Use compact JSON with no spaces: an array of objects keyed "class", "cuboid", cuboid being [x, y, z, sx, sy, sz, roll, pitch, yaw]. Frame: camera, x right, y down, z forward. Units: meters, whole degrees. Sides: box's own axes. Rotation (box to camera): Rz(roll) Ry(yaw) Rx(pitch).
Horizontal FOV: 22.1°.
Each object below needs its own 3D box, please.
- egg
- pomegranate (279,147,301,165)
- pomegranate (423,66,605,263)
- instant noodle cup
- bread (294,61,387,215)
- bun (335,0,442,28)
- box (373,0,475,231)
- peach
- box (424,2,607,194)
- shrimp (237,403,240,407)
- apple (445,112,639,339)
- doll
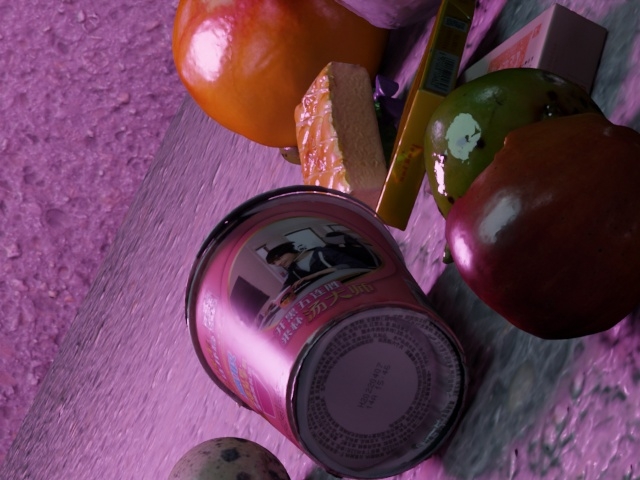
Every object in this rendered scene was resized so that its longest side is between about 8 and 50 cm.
[{"class":"egg","cuboid":[-0.092,0.280,1.687,0.141,0.141,0.182,-62,23,14]},{"class":"pomegranate","cuboid":[-0.016,-0.133,2.239,0.073,0.084,0.073,-15,67,40]},{"class":"pomegranate","cuboid":[0.160,-0.044,1.330,0.220,0.156,0.156,89,-172,-46]},{"class":"instant noodle cup","cuboid":[0.013,0.094,1.489,0.244,0.244,0.255,-64,22,8]},{"class":"bread","cuboid":[0.022,-0.100,1.899,0.125,0.068,0.188,120,147,-54]},{"class":"bun","cuboid":[0.121,-0.405,1.869,0.362,0.211,0.362,-52,19,26]},{"class":"box","cuboid":[0.109,-0.141,1.696,0.279,0.041,0.153,-70,-2,-60]},{"class":"peach","cuboid":[-0.049,-0.287,2.122,0.289,0.289,0.308,-83,-13,-48]},{"class":"box","cuboid":[0.178,-0.118,1.521,0.201,0.058,0.141,-30,38,65]},{"class":"shrimp","cuboid":[-0.072,0.110,1.990,0.161,0.049,0.166,-79,-1,-55]},{"class":"apple","cuboid":[0.179,-0.011,1.168,0.158,0.156,0.147,-44,28,12]},{"class":"doll","cuboid":[0.066,-0.125,1.954,0.190,0.050,0.115,-109,36,-63]}]
